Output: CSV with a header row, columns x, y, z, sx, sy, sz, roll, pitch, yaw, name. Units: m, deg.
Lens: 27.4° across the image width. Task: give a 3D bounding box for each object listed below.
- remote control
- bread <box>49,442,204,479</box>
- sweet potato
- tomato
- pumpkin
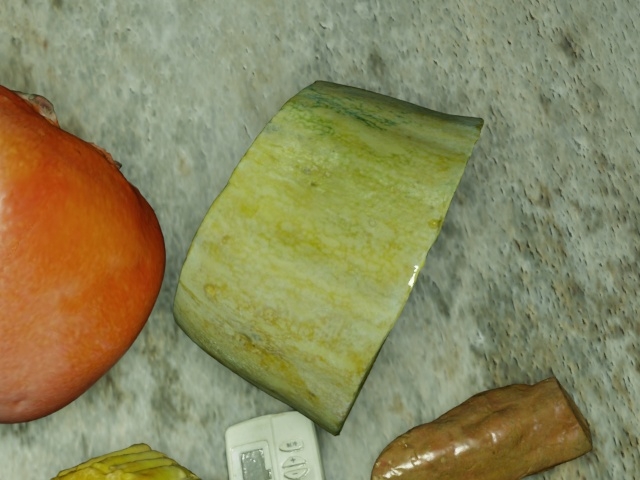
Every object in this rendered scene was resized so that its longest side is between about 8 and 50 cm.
x,y,z,sx,sy,sz,roll,pitch,yaw,name
-0.031,0.278,1.233,0.090,0.049,0.230,-14,69,12,remote control
-0.144,0.286,1.113,0.139,0.240,0.240,-27,75,-46,bread
0.163,0.197,1.299,0.251,0.097,0.097,-11,70,-20,sweet potato
-0.310,0.009,1.135,0.341,0.341,0.273,27,77,-2,tomato
0.000,0.000,1.215,0.199,0.332,0.332,25,63,-1,pumpkin
